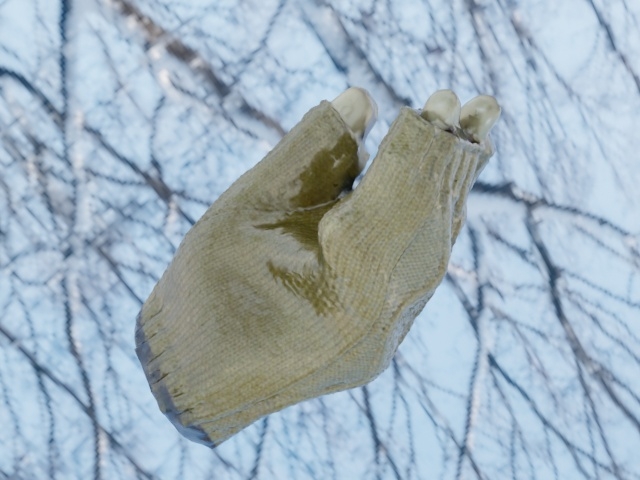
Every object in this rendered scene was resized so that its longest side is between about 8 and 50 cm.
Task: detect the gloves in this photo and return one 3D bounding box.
[{"bbox_3d":[0.004,0.012,1.197,0.356,0.155,0.203,-45,-142,17],"label":"gloves"}]
